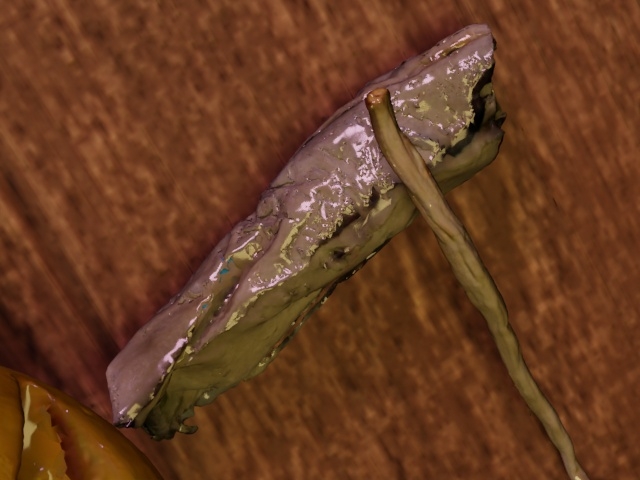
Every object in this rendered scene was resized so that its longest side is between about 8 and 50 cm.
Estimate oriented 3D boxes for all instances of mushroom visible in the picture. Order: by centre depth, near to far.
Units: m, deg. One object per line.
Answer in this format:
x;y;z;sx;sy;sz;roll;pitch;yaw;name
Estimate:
0.079;0.040;0.730;0.026;0.028;0.286;-57;131;-33;mushroom

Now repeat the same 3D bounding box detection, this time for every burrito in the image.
-0.002;-0.002;0.708;0.229;0.058;0.063;-46;107;-2;burrito

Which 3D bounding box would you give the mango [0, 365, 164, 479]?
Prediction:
-0.220;0.141;0.585;0.365;0.253;0.182;2;60;-22;mango
